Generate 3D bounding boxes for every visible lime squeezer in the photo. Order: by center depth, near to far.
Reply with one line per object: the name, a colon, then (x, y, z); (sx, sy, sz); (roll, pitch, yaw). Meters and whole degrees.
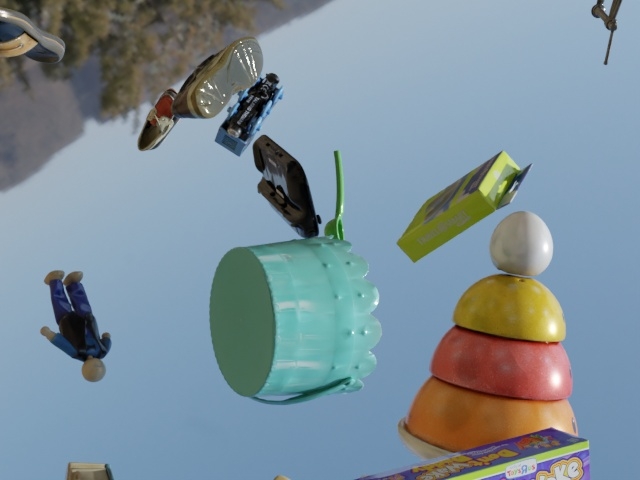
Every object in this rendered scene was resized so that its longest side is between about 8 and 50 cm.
lime squeezer: (0.000, 0.000, 1.960); (0.110, 0.059, 0.310); (30, -87, 32)

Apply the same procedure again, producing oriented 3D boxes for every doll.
doll: (-0.379, 0.137, 1.723); (0.046, 0.189, 0.129); (-39, 153, 30)

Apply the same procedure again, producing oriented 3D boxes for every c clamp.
c clamp: (0.434, -0.356, 1.677); (0.022, 0.137, 0.160); (11, -152, 0)

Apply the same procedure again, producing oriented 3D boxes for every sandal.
sandal: (-0.407, -0.255, 1.413); (0.090, 0.060, 0.219); (8, 173, 19)

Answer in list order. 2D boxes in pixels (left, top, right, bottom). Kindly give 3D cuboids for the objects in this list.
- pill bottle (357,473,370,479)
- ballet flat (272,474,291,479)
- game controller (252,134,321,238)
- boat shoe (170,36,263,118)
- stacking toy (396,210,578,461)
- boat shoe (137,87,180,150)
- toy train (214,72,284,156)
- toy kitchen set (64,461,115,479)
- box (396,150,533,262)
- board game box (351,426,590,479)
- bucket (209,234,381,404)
pill bottle: (0.033, 0.526, 1.985); (0.221, 0.124, 0.124); (-47, -167, 14)
ballet flat: (-0.011, 0.463, 1.681); (0.073, 0.232, 0.080); (-16, -178, 29)
game controller: (-0.073, -0.116, 2.315); (0.067, 0.166, 0.319); (-10, -159, -16)
boat shoe: (-0.164, -0.257, 1.748); (0.073, 0.080, 0.223); (-4, -149, 29)
stacking toy: (0.344, 0.184, 2.044); (0.351, 0.480, 0.350); (8, -174, -1)
boat shoe: (-0.271, -0.201, 1.866); (0.043, 0.049, 0.137); (-36, 169, -44)
toy train: (-0.140, -0.260, 2.235); (0.184, 0.080, 0.105); (-59, -177, -34)
toy kitchen set: (-0.324, 0.439, 1.680); (0.122, 0.166, 0.207); (6, -176, -17)
box: (0.188, -0.048, 1.457); (0.178, 0.042, 0.109); (-35, -169, 41)
board game box: (0.183, 0.389, 1.388); (0.347, 0.233, 0.078); (-9, -172, -27)
bucket: (-0.050, 0.127, 1.790); (0.183, 0.281, 0.281); (-2, -179, -29)
